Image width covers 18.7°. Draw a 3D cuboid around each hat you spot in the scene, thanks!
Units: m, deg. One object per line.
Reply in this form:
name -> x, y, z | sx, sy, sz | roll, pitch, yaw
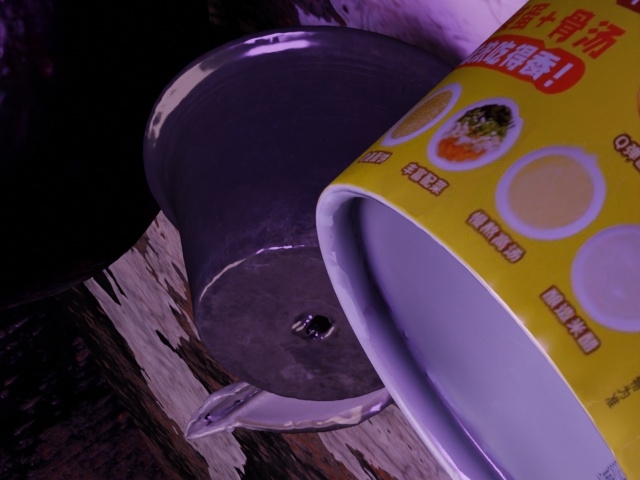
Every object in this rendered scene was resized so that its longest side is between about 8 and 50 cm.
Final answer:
hat -> -0.001, 0.025, 1.562 | 0.301, 0.168, 0.257 | 3, 102, 44

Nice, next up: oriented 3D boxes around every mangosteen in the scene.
mangosteen -> -0.240, -0.138, 1.375 | 0.382, 0.382, 0.435 | 52, -161, 12

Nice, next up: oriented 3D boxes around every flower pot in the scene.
flower pot -> 0.000, 0.000, 1.189 | 0.148, 0.235, 0.235 | -86, -18, -44

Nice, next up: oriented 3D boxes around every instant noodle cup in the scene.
instant noodle cup -> 0.151, 0.009, 0.828 | 0.311, 0.221, 0.311 | 50, 164, 20
